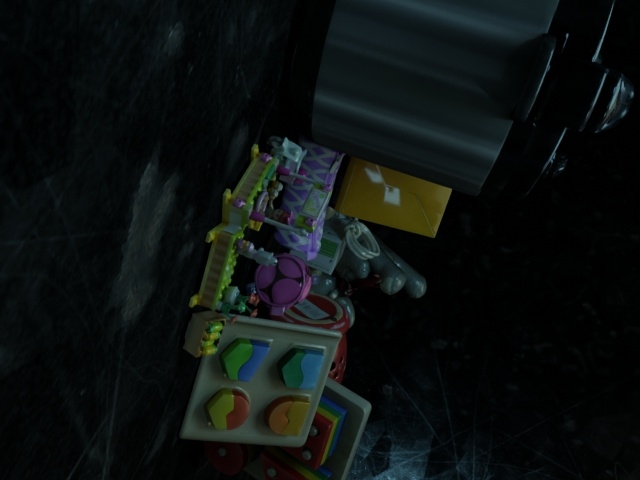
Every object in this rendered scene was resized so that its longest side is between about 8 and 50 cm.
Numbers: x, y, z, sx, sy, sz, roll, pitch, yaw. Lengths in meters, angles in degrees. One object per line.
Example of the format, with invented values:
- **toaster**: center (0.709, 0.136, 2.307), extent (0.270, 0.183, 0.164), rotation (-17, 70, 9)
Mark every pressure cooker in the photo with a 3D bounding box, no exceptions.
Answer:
- **pressure cooker**: center (0.204, -0.251, 0.913), extent (0.375, 0.420, 0.370), rotation (97, 14, -63)

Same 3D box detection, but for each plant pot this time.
- **plant pot**: center (-0.031, 0.209, 1.403), extent (0.191, 0.191, 0.174), rotation (-57, 162, -67)

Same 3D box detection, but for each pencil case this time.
- **pencil case**: center (-0.012, -0.078, 1.084), extent (0.086, 0.088, 0.206), rotation (-16, 131, -45)
- **pencil case**: center (-0.062, 0.074, 1.145), extent (0.209, 0.095, 0.098), rotation (41, 45, -84)

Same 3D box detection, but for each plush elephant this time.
- **plush elephant**: center (0.066, 0.099, 1.757), extent (0.255, 0.330, 0.272), rotation (-49, 164, 10)

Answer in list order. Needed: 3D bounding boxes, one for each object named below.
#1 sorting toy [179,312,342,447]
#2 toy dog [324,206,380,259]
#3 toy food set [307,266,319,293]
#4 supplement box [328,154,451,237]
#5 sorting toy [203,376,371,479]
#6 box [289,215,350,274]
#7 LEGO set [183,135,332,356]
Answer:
- **sorting toy**: center (-0.082, 0.208, 0.955), extent (0.208, 0.193, 0.038), rotation (-70, -155, 16)
- **toy dog**: center (0.089, -0.136, 1.417), extent (0.161, 0.220, 0.333), rotation (-45, -163, 29)
- **toy food set**: center (-0.040, 0.061, 1.408), extent (0.122, 0.078, 0.019), rotation (-89, -173, -52)
- **supplement box**: center (0.098, -0.111, 1.191), extent (0.194, 0.191, 0.129), rotation (41, -65, 64)
- **sorting toy**: center (-0.077, 0.324, 1.124), extent (0.089, 0.257, 0.255), rotation (-23, 134, -55)
- **box**: center (0.000, 0.000, 1.421), extent (0.102, 0.101, 0.087), rotation (-58, 167, -60)
- **LEGO set**: center (-0.066, 0.008, 0.791), extent (0.132, 0.107, 0.287), rotation (92, 18, -72)
